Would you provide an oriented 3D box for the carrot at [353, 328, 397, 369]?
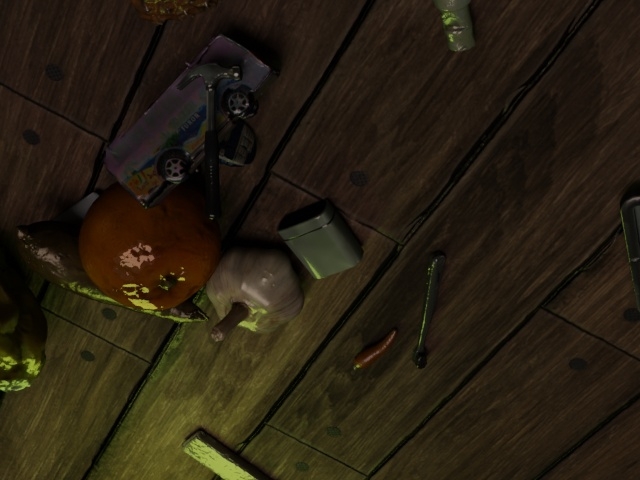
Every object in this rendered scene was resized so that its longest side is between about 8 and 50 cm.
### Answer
[{"bbox_3d":[0.114,0.226,1.937,0.035,0.035,0.142,39,121,-15],"label":"carrot"}]

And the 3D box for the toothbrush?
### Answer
[{"bbox_3d":[0.211,0.140,1.842,0.030,0.030,0.297,-5,129,-13],"label":"toothbrush"}]

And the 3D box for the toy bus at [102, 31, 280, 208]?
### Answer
[{"bbox_3d":[-0.213,-0.201,1.565,0.138,0.112,0.317,43,94,-2],"label":"toy bus"}]

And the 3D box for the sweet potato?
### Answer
[{"bbox_3d":[-0.421,0.072,1.881,0.423,0.130,0.130,30,131,-25],"label":"sweet potato"}]

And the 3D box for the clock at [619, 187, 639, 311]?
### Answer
[{"bbox_3d":[0.663,0.010,1.593,0.274,0.049,0.278,-7,125,20],"label":"clock"}]

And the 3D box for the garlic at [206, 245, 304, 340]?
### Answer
[{"bbox_3d":[-0.141,0.124,1.804,0.199,0.226,0.199,10,126,14],"label":"garlic"}]

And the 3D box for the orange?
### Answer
[{"bbox_3d":[-0.313,0.001,1.735,0.261,0.261,0.261,8,129,10],"label":"orange"}]

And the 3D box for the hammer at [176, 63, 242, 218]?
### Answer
[{"bbox_3d":[-0.179,-0.157,1.499,0.103,0.029,0.246,2,94,5],"label":"hammer"}]

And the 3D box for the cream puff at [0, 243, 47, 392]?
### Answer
[{"bbox_3d":[-0.717,0.133,1.941,0.378,0.275,0.378,27,168,6],"label":"cream puff"}]

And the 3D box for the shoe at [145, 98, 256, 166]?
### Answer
[{"bbox_3d":[-0.216,-0.181,1.682,0.207,0.091,0.106,17,150,-2],"label":"shoe"}]

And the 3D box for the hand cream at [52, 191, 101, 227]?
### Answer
[{"bbox_3d":[-0.513,-0.023,1.911,0.255,0.048,0.079,-25,122,28],"label":"hand cream"}]

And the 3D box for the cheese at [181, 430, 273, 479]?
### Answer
[{"bbox_3d":[-0.166,0.596,2.309,0.400,0.034,0.085,40,128,-16],"label":"cheese"}]

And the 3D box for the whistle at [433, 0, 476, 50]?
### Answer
[{"bbox_3d":[0.190,-0.401,1.396,0.126,0.067,0.258,5,134,29],"label":"whistle"}]

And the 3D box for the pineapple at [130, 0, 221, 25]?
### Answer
[{"bbox_3d":[-0.131,-0.435,1.420,0.341,0.169,0.169,-11,124,11],"label":"pineapple"}]

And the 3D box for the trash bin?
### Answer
[{"bbox_3d":[0.000,0.000,1.771,0.116,0.059,0.130,-20,121,31],"label":"trash bin"}]
